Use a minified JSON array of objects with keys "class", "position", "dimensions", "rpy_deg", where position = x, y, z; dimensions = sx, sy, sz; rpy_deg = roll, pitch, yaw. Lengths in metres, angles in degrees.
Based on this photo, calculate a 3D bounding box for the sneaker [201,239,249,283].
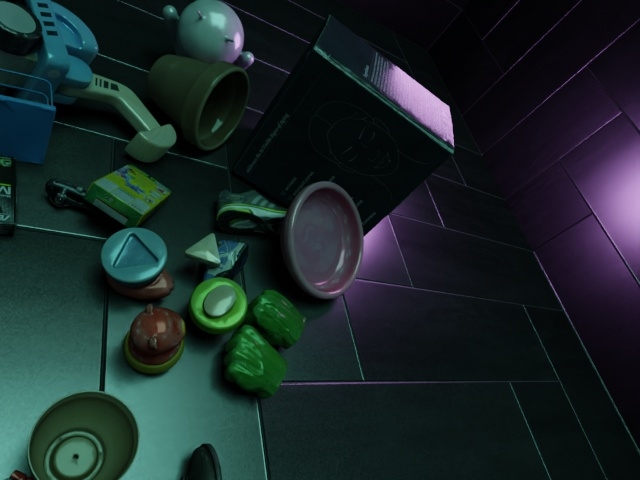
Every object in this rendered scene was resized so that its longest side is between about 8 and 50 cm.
[{"class":"sneaker","position":[-0.257,0.078,1.172],"dimensions":[0.081,0.080,0.211],"rpy_deg":[19,42,10]}]

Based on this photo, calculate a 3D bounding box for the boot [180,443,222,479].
[{"class":"boot","position":[-0.295,0.460,0.786],"dimensions":[0.229,0.091,0.263],"rpy_deg":[22,45,-24]}]

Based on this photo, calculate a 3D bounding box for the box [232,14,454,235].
[{"class":"box","position":[0.066,-0.313,1.454],"dimensions":[0.472,0.480,0.297],"rpy_deg":[31,40,-17]}]

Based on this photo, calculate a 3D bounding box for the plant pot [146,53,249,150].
[{"class":"plant pot","position":[-0.373,-0.433,1.387],"dimensions":[0.229,0.263,0.263],"rpy_deg":[31,39,9]}]

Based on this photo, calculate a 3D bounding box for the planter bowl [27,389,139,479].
[{"class":"planter bowl","position":[-0.398,0.346,0.778],"dimensions":[0.162,0.109,0.162],"rpy_deg":[23,43,-23]}]

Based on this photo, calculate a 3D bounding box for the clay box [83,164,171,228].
[{"class":"clay box","position":[-0.450,-0.111,1.128],"dimensions":[0.127,0.053,0.222],"rpy_deg":[36,16,-11]}]

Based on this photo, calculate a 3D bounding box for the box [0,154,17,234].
[{"class":"box","position":[-0.717,-0.101,0.938],"dimensions":[0.191,0.045,0.184],"rpy_deg":[5,51,-37]}]

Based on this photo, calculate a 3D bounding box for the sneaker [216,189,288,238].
[{"class":"sneaker","position":[-0.163,-0.086,1.358],"dimensions":[0.300,0.111,0.121],"rpy_deg":[9,47,-38]}]

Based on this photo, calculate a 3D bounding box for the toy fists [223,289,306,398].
[{"class":"toy fists","position":[-0.139,0.231,1.115],"dimensions":[0.142,0.096,0.279],"rpy_deg":[48,37,-17]}]

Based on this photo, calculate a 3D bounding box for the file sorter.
[{"class":"file sorter","position":[-0.664,-0.270,1.032],"dimensions":[0.118,0.170,0.104],"rpy_deg":[4,52,-39]}]

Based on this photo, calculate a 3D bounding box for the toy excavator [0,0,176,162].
[{"class":"toy excavator","position":[-0.609,-0.415,1.170],"dimensions":[0.445,0.222,0.432],"rpy_deg":[-5,65,-54]}]

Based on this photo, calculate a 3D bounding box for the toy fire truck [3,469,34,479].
[{"class":"toy fire truck","position":[-0.455,0.455,0.685],"dimensions":[0.135,0.047,0.192],"rpy_deg":[36,40,-12]}]

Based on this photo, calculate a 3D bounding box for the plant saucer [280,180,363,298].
[{"class":"plant saucer","position":[0.000,0.000,1.347],"dimensions":[0.332,0.084,0.332],"rpy_deg":[2,87,-49]}]

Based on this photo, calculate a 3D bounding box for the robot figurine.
[{"class":"robot figurine","position":[-0.358,-0.637,1.498],"dimensions":[0.300,0.199,0.353],"rpy_deg":[21,2,-23]}]

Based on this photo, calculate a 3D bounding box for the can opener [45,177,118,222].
[{"class":"can opener","position":[-0.531,-0.092,1.079],"dimensions":[0.186,0.059,0.073],"rpy_deg":[24,43,-23]}]

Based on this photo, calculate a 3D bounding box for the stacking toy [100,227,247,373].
[{"class":"stacking toy","position":[-0.305,0.090,1.003],"dimensions":[0.280,0.130,0.309],"rpy_deg":[-17,67,-27]}]
